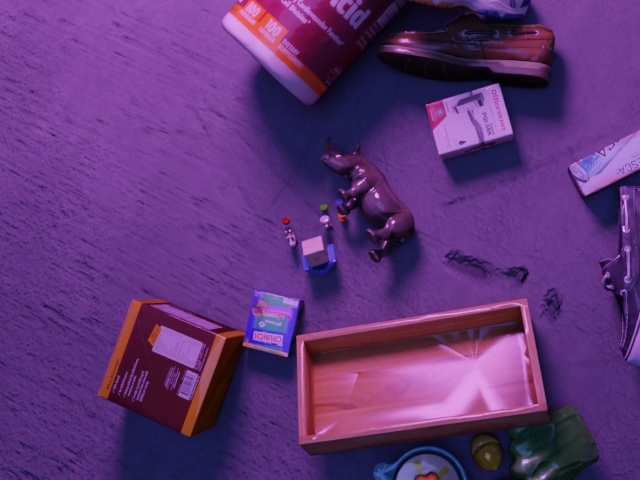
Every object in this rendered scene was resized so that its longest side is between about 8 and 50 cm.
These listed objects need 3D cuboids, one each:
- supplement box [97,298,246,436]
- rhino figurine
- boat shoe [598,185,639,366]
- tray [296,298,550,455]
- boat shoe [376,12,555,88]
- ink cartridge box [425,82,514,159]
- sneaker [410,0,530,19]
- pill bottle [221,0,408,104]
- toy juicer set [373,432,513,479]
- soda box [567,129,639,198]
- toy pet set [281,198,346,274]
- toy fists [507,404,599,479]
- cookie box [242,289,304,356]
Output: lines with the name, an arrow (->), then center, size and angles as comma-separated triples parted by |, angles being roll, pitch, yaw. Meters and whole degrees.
supplement box -> -0.270, 0.230, 1.593 | 0.194, 0.129, 0.191 | 21, 92, 14
rhino figurine -> 0.080, -0.087, 1.554 | 0.106, 0.073, 0.243 | -28, 78, -23
boat shoe -> 0.514, 0.055, 1.433 | 0.102, 0.108, 0.301 | 8, 86, 13
tray -> 0.167, 0.237, 1.481 | 0.410, 0.076, 0.203 | -10, 56, 12
boat shoe -> 0.257, -0.342, 1.525 | 0.307, 0.111, 0.104 | 9, 85, 4
ink cartridge box -> 0.266, -0.211, 1.532 | 0.135, 0.056, 0.099 | -16, 82, 12
sneaker -> 0.254, -0.449, 1.439 | 0.112, 0.296, 0.131 | 35, 119, 46
pill bottle -> 0.033, -0.451, 1.515 | 0.224, 0.224, 0.392 | 44, 97, 12
toy juicer set -> 0.208, 0.391, 1.472 | 0.329, 0.089, 0.209 | 44, 84, 8
soda box -> 0.518, -0.139, 1.468 | 0.183, 0.058, 0.063 | -28, 81, 9
toy pet set -> 0.000, 0.000, 1.592 | 0.122, 0.065, 0.114 | -18, 48, 9
toy fists -> 0.401, 0.418, 1.429 | 0.142, 0.096, 0.279 | -20, 81, -19
cookie box -> -0.087, 0.154, 1.600 | 0.091, 0.040, 0.107 | 12, 90, 13
